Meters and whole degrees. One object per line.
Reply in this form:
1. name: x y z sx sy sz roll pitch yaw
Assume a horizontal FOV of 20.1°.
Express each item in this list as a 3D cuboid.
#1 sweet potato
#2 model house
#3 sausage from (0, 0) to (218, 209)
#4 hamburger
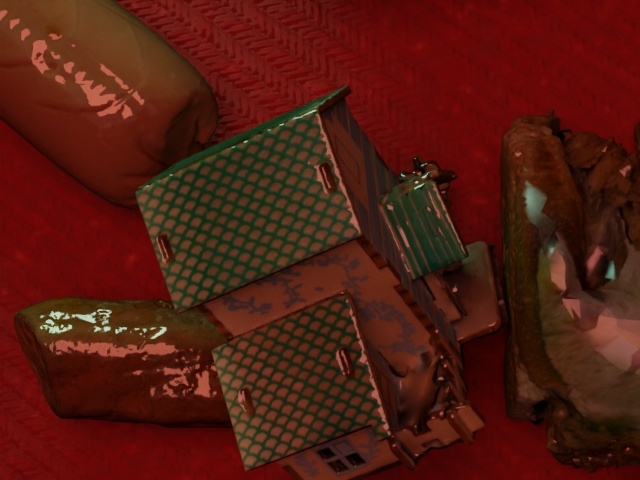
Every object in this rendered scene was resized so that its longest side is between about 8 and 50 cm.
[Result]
1. sweet potato: -0.097 0.093 1.266 0.252 0.097 0.097 8 81 3
2. model house: 0.000 0.000 1.145 0.178 0.206 0.271 -22 42 22
3. sausage: -0.208 -0.146 1.314 0.304 0.121 0.121 40 88 12
4. hamburger: 0.206 0.034 1.181 0.168 0.192 0.288 -1 80 0
